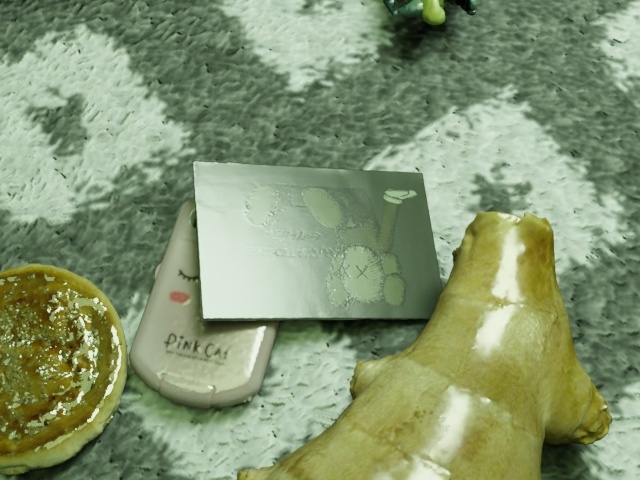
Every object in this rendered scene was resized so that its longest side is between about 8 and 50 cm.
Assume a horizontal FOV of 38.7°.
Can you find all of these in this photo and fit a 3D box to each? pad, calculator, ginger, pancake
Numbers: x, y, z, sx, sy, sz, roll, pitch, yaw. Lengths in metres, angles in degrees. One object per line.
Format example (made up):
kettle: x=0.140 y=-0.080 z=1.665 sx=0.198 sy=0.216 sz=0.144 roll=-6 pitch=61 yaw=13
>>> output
pad: x=0.000 y=0.000 z=0.684 sx=0.190 sy=0.004 sz=0.127 roll=1 pitch=65 yaw=-18
calculator: x=-0.074 y=0.040 z=0.676 sx=0.100 sy=0.032 sz=0.175 roll=13 pitch=65 yaw=4
ginger: x=0.095 y=0.152 z=0.561 sx=0.236 sy=0.166 sz=0.375 roll=33 pitch=75 yaw=29
pancake: x=-0.212 y=0.089 z=0.653 sx=0.158 sy=0.028 sz=0.158 roll=0 pitch=64 yaw=0

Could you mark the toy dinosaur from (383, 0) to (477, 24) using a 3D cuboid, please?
toy dinosaur: x=0.091 y=-0.292 z=0.806 sx=0.153 sy=0.094 sz=0.259 roll=-19 pitch=59 yaw=-14
